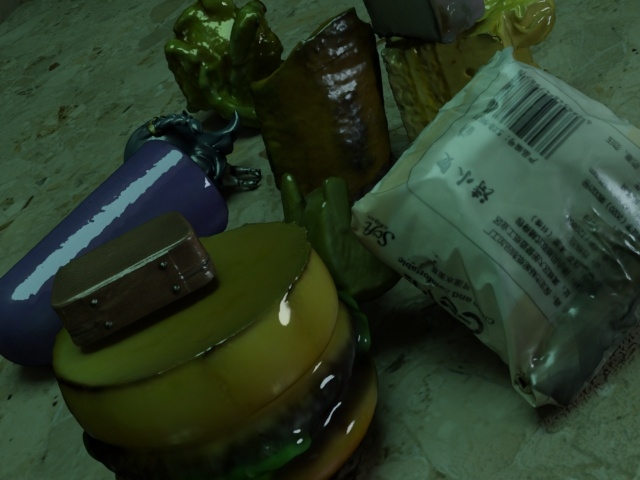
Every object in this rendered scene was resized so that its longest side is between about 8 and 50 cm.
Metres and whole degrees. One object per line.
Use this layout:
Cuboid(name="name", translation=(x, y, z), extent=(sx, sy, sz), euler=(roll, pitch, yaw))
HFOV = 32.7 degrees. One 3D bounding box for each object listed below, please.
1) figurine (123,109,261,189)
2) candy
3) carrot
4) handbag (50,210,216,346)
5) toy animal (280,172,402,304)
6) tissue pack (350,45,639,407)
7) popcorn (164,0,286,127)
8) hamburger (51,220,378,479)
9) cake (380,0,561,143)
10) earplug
Cuboid(name="figurine", translation=(-0.262, -0.163, 2.161), extent=(0.265, 0.197, 0.175), euler=(-18, 5, 18))
Cuboid(name="candy", translation=(0.159, -0.432, 1.820), extent=(0.185, 0.195, 0.137), euler=(18, 54, 43))
Cuboid(name="carrot", translation=(0.000, -0.244, 1.977), extent=(0.242, 0.340, 0.241), euler=(-10, 17, 3))
Cuboid(name="handbag", translation=(-0.235, 0.043, 1.346), extent=(0.193, 0.072, 0.151), euler=(-30, 24, -5))
Cuboid(name="toy animal", translation=(0.007, -0.017, 1.621), extent=(0.181, 0.180, 0.363), euler=(12, 7, -22))
Cuboid(name="tissue pack", translation=(0.274, -0.034, 1.389), extent=(0.375, 0.195, 0.390), euler=(41, 78, 19))
Cuboid(name="popcorn", translation=(-0.197, -0.380, 2.378), extent=(0.290, 0.325, 0.321), euler=(-17, -14, 17))
Cuboid(name="hamburger", translation=(-0.111, 0.178, 1.372), extent=(0.396, 0.277, 0.395), euler=(-21, 25, 10))
Cuboid(name="cake", translation=(0.289, -0.311, 1.945), extent=(0.286, 0.227, 0.222), euler=(-7, 33, 26))
Cuboid(name="earplug", translation=(-0.382, 0.039, 1.885), extent=(0.215, 0.215, 0.456), euler=(13, 50, 47))
